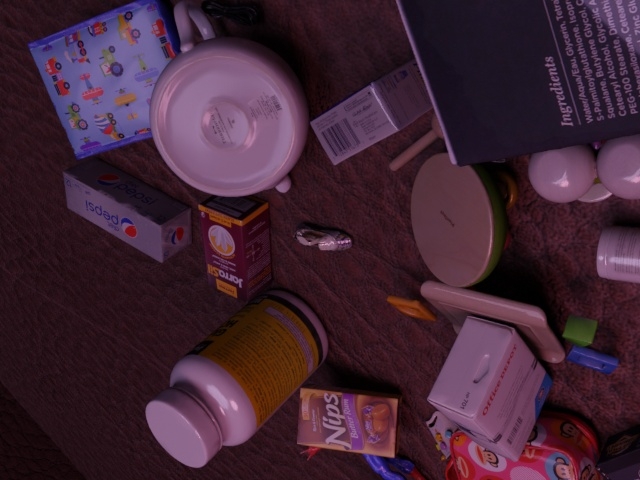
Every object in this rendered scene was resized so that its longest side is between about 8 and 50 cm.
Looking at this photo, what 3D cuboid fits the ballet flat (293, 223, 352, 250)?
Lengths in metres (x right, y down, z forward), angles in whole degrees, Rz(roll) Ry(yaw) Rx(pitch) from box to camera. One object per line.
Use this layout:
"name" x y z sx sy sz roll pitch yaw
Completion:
"ballet flat" 0.000 0.000 1.204 0.114 0.041 0.041 14 126 32

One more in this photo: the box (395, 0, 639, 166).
"box" 0.312 -0.239 0.594 0.396 0.293 0.211 -8 112 42

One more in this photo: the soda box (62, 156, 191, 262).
"soda box" -0.401 -0.068 1.453 0.286 0.091 0.098 26 131 24

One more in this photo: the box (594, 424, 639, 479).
"box" 0.584 0.349 0.936 0.293 0.073 0.295 47 138 5

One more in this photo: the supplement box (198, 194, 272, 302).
"supplement box" -0.156 0.009 1.309 0.104 0.081 0.188 21 130 28

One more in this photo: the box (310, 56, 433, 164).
"box" 0.079 -0.177 0.944 0.126 0.137 0.072 -23 101 46

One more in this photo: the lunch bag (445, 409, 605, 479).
"lunch bag" 0.330 0.412 1.149 0.258 0.120 0.293 0 116 39

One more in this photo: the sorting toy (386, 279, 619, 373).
"sorting toy" 0.256 0.109 1.022 0.348 0.047 0.196 13 161 32

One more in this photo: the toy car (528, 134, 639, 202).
"toy car" 0.326 -0.112 0.785 0.182 0.159 0.136 -1 93 41

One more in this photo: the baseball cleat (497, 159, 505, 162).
"baseball cleat" 0.227 -0.199 0.862 0.072 0.110 0.205 34 113 55

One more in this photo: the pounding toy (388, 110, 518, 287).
"pounding toy" 0.209 -0.057 0.965 0.183 0.110 0.236 -53 51 57

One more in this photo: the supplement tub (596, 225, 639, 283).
"supplement tub" 0.403 0.020 0.858 0.107 0.071 0.071 9 123 36

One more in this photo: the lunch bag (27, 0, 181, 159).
"lunch bag" -0.336 -0.289 1.236 0.293 0.138 0.220 -7 111 32

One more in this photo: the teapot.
"teapot" -0.135 -0.204 1.080 0.253 0.187 0.256 19 114 -6

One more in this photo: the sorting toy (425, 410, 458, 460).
"sorting toy" 0.223 0.349 1.265 0.075 0.045 0.083 53 141 26

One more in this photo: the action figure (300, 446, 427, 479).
"action figure" 0.080 0.432 1.386 0.280 0.091 0.139 48 120 4

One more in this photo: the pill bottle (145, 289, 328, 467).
"pill bottle" -0.149 0.248 1.282 0.188 0.334 0.187 21 129 28

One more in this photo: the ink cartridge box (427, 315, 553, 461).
"ink cartridge box" 0.251 0.216 1.011 0.082 0.139 0.190 15 158 43

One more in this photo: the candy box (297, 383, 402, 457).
"candy box" 0.054 0.334 1.303 0.187 0.053 0.109 3 89 16

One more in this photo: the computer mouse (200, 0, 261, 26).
"computer mouse" -0.131 -0.411 1.028 0.106 0.042 0.193 28 133 24
